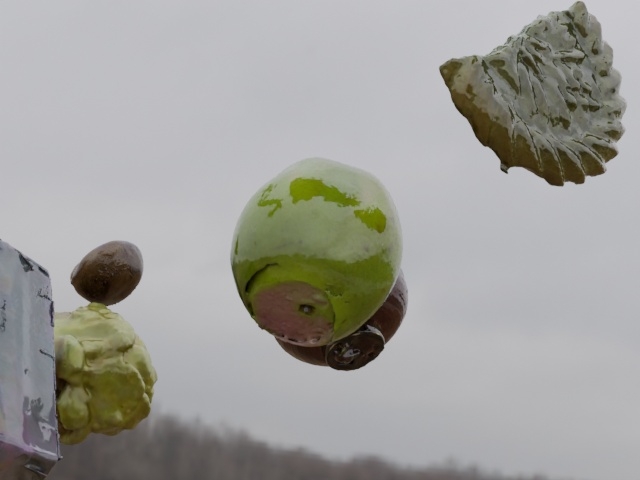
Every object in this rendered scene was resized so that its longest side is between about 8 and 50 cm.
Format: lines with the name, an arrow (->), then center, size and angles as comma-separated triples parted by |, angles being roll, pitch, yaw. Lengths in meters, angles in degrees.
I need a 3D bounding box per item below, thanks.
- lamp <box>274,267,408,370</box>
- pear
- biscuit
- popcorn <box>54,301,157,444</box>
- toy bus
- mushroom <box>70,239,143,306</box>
lamp -> 0.010, 0.050, 1.936 | 0.180, 0.258, 0.180 | -13, -39, -11
pear -> 0.000, 0.000, 1.750 | 0.188, 0.219, 0.187 | 15, -42, 14
biscuit -> 0.250, -0.149, 1.718 | 0.036, 0.187, 0.273 | -29, 3, 46
popcorn -> -0.359, 0.195, 2.374 | 0.256, 0.194, 0.255 | 20, 25, 17
toy bus -> -0.331, 0.121, 1.604 | 0.138, 0.317, 0.112 | 23, -59, -25
mushroom -> -0.327, 0.047, 2.491 | 0.087, 0.127, 0.127 | 49, 6, 20
